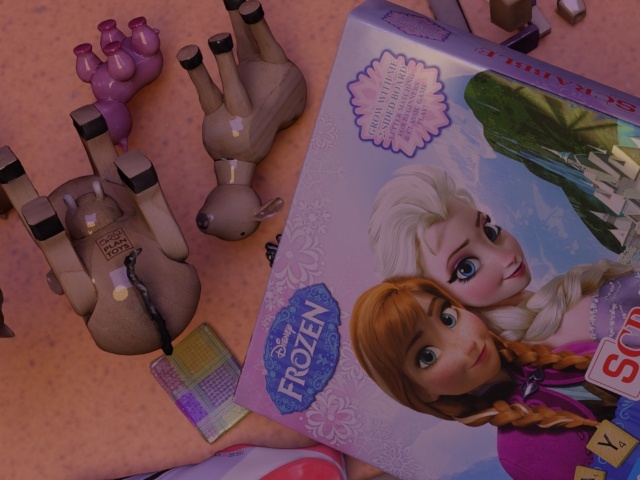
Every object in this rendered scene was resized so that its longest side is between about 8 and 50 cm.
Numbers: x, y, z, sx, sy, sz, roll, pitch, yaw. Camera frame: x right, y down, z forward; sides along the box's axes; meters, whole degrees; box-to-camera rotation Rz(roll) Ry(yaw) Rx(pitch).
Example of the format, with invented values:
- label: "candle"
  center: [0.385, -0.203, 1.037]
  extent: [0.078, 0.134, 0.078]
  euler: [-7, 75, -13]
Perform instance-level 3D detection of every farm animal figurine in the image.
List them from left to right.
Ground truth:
- label: "farm animal figurine"
  center: [-0.150, -0.023, 0.894]
  extent: [0.330, 0.172, 0.327]
  euler: [-20, 34, 0]

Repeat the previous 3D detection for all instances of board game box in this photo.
- label: "board game box"
  center: [0.126, 0.038, 0.822]
  extent: [0.318, 0.066, 0.318]
  euler: [22, 117, 11]

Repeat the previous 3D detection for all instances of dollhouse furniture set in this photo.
- label: "dollhouse furniture set"
  center: [0.155, -0.211, 0.946]
  extent: [0.091, 0.114, 0.081]
  euler: [-31, 71, 0]

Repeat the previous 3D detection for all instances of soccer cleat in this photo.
- label: "soccer cleat"
  center: [-0.098, 0.199, 0.898]
  extent: [0.248, 0.095, 0.083]
  euler: [-8, 117, 15]

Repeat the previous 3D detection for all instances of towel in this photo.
- label: "towel"
  center: [-0.090, 0.112, 0.944]
  extent: [0.060, 0.009, 0.083]
  euler: [-39, 77, -5]

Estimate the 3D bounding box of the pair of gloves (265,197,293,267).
- label: "pair of gloves"
  center: [0.000, 0.000, 0.962]
  extent: [0.074, 0.010, 0.083]
  euler: [29, 84, 10]
